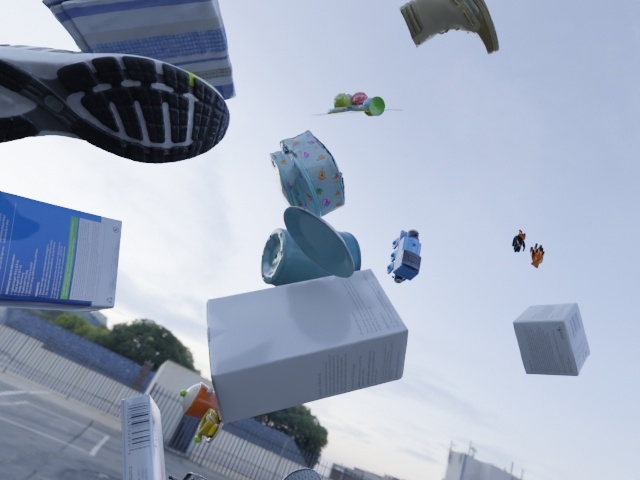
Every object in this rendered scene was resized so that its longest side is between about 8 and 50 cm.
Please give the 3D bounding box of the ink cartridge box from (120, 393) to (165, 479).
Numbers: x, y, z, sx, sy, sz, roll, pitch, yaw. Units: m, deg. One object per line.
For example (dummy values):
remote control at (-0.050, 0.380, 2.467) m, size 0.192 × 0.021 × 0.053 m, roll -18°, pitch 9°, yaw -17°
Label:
ink cartridge box at (-0.400, 0.559, 0.959) m, size 0.071 × 0.324 × 0.330 m, roll -8°, pitch -27°, yaw -17°

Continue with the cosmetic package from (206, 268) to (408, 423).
cosmetic package at (-0.036, 0.208, 0.864) m, size 0.384 × 0.217 × 0.156 m, roll -10°, pitch -56°, yaw -10°

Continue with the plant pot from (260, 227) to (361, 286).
plant pot at (-0.048, 0.074, 1.341) m, size 0.255 × 0.272 × 0.271 m, roll 15°, pitch -21°, yaw -28°

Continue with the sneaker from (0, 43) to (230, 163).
sneaker at (-0.250, -0.160, 0.442) m, size 0.299 × 0.121 × 0.111 m, roll 5°, pitch -60°, yaw -16°

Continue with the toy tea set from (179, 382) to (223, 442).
toy tea set at (-0.291, 0.388, 1.178) m, size 0.124 × 0.336 × 0.200 m, roll 35°, pitch -18°, yaw -15°

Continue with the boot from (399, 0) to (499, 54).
boot at (0.365, -0.599, 1.153) m, size 0.203 × 0.095 × 0.262 m, roll -28°, pitch -62°, yaw 28°

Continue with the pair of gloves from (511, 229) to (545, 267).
pair of gloves at (0.483, 0.020, 0.954) m, size 0.083 × 0.010 × 0.074 m, roll 50°, pitch -17°, yaw 38°

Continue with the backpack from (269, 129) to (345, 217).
backpack at (-0.026, -0.140, 0.931) m, size 0.188 × 0.144 × 0.166 m, roll 48°, pitch -20°, yaw 44°

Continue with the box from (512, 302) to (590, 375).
box at (0.412, 0.174, 0.731) m, size 0.087 × 0.101 × 0.102 m, roll -13°, pitch -89°, yaw 44°

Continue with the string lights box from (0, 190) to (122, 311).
string lights box at (-0.395, 0.013, 0.514) m, size 0.076 × 0.134 × 0.259 m, roll -12°, pitch -19°, yaw 32°

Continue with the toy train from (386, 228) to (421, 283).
toy train at (0.265, 0.045, 1.265) m, size 0.080 × 0.184 × 0.105 m, roll 26°, pitch -35°, yaw -9°

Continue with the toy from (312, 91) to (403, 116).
toy at (0.081, -0.335, 1.003) m, size 0.237 × 0.136 × 0.056 m, roll -144°, pitch -132°, yaw -60°

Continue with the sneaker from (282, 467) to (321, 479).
sneaker at (-0.109, 0.681, 1.040) m, size 0.086 × 0.226 × 0.164 m, roll 49°, pitch -47°, yaw 26°

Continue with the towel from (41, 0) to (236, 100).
towel at (-0.247, -0.289, 0.637) m, size 0.209 × 0.034 × 0.285 m, roll -11°, pitch -9°, yaw -7°

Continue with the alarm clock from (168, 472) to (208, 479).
alarm clock at (-0.204, 0.512, 0.758) m, size 0.129 × 0.064 × 0.192 m, roll -29°, pitch -75°, yaw 43°

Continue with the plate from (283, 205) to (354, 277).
plate at (0.000, 0.000, 0.825) m, size 0.188 × 0.024 × 0.188 m, roll 35°, pitch -26°, yaw 20°
